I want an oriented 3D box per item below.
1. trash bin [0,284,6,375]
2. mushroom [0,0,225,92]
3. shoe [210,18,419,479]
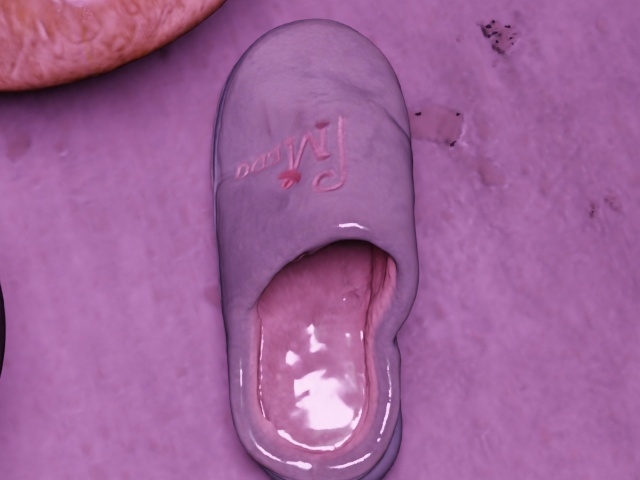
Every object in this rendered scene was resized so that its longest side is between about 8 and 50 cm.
[{"bbox_3d":[-0.295,0.071,0.857,0.334,0.214,0.214,-25,78,-8],"label":"trash bin"},{"bbox_3d":[-0.140,-0.196,0.977,0.278,0.146,0.278,-5,58,8],"label":"mushroom"},{"bbox_3d":[0.000,0.000,0.963,0.103,0.100,0.251,-2,77,-5],"label":"shoe"}]
